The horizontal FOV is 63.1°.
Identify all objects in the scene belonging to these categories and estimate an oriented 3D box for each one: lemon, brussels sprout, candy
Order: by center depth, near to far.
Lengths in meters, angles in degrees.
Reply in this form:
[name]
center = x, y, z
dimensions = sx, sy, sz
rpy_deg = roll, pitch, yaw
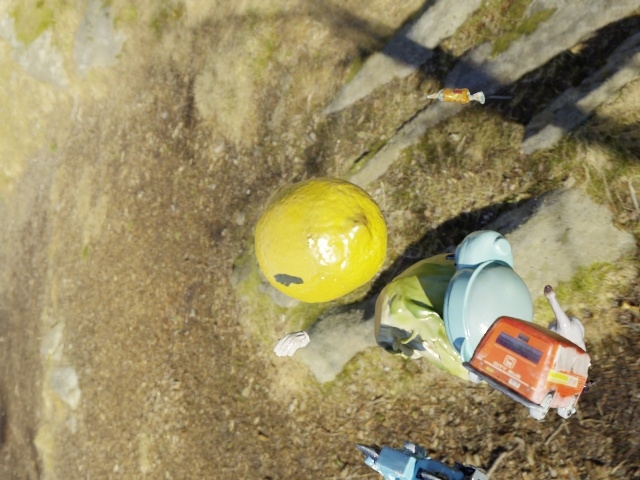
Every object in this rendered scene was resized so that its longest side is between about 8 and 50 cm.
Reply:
[lemon]
center = 0.001, -0.001, 1.288
dimensions = 0.336, 0.336, 0.335
rpy_deg = -13, 73, 49
[brussels sprout]
center = 0.321, 0.192, 1.295
dimensions = 0.276, 0.372, 0.314
rpy_deg = 108, 175, -58
[candy]
center = 0.429, -0.457, 1.642
dimensions = 0.053, 0.182, 0.046
rpy_deg = -64, -21, -77

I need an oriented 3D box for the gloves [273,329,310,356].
[gloves]
center = -0.051, 0.189, 0.982
dimensions = 0.081, 0.037, 0.044
rpy_deg = -38, 34, -10

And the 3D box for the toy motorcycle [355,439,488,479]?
[toy motorcycle]
center = 0.190, 0.438, 0.944
dimensions = 0.272, 0.182, 0.123
rpy_deg = -7, 47, 57

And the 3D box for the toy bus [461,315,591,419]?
[toy bus]
center = 0.215, 0.125, 0.519
dimensions = 0.079, 0.174, 0.077
rpy_deg = 27, 93, 41

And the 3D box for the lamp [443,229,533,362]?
[lamp]
center = 0.335, 0.118, 1.042
dimensions = 0.147, 0.209, 0.283
rpy_deg = -29, 53, 40

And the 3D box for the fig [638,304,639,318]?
[fig]
center = 0.609, 0.127, 0.935
dimensions = 0.074, 0.088, 0.074
rpy_deg = -39, 22, 19

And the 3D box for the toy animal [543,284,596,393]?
[toy animal]
center = 0.662, 0.246, 1.400
dimensions = 0.091, 0.195, 0.324
rpy_deg = -20, 92, 15
